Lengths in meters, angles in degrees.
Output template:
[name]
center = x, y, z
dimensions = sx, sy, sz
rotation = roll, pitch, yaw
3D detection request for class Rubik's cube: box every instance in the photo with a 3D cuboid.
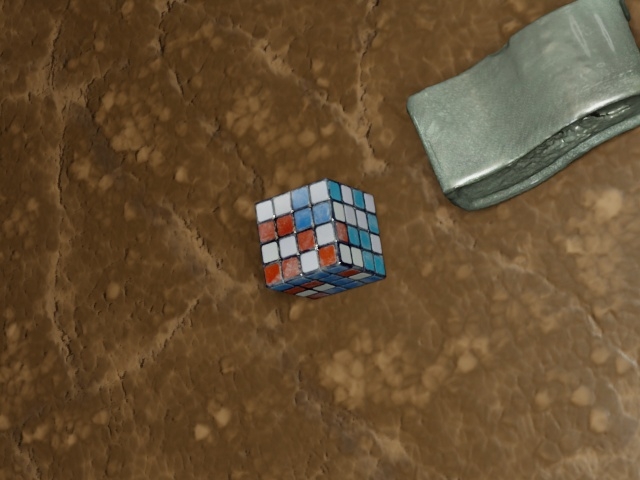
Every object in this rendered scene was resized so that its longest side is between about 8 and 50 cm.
[Rubik's cube]
center = 0.000, 0.000, 1.510
dimensions = 0.092, 0.092, 0.092
rotation = -18, 70, 29

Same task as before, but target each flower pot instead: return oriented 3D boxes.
[flower pot]
center = 0.202, -0.125, 1.398
dimensions = 0.229, 0.103, 0.108
rotation = -29, 67, 24
